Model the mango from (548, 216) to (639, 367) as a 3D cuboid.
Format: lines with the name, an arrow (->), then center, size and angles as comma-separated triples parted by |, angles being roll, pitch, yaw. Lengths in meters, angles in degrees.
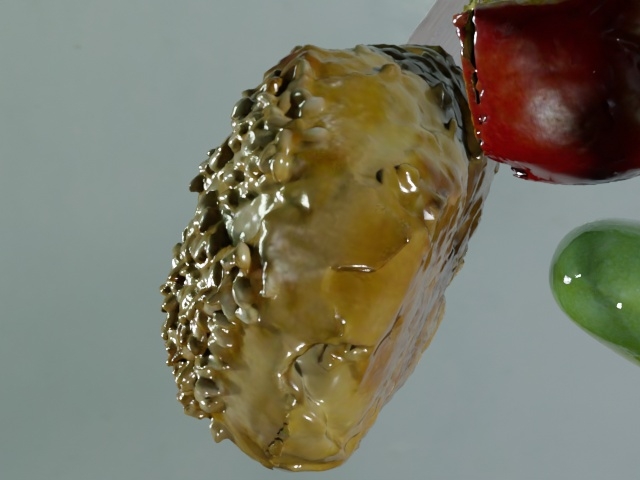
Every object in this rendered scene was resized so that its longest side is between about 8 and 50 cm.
mango -> 0.260, 0.051, 1.306 | 0.156, 0.251, 0.114 | 49, 119, 50

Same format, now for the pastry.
pastry -> 0.000, 0.000, 1.071 | 0.162, 0.311, 0.255 | 21, 103, 11

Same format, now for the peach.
peach -> 0.110, -0.077, 0.727 | 0.127, 0.172, 0.092 | -18, 105, -7

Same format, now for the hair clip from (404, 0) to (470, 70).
hair clip -> 0.091, -0.100, 1.361 | 0.085, 0.101, 0.331 | 37, 92, 24
